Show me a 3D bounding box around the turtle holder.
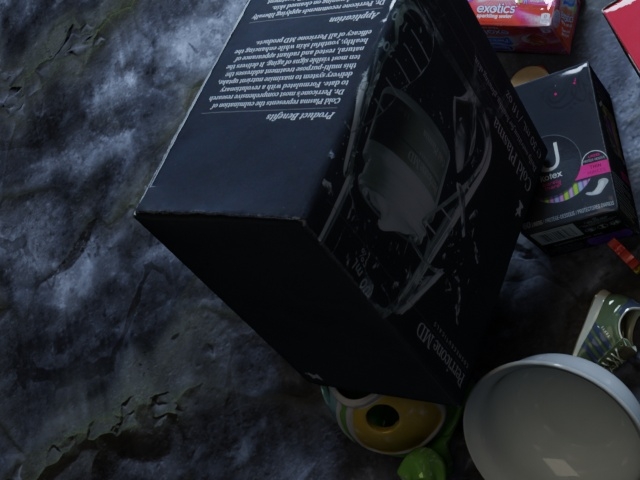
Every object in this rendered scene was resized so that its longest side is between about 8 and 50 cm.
[{"bbox_3d":[0.109,0.260,1.693,0.243,0.227,0.320,-6,70,29],"label":"turtle holder"}]

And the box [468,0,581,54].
[{"bbox_3d":[0.332,-0.424,1.851,0.257,0.123,0.128,9,79,33],"label":"box"}]

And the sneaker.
[{"bbox_3d":[0.457,0.174,1.611,0.086,0.064,0.192,14,78,39],"label":"sneaker"}]

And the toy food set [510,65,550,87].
[{"bbox_3d":[0.380,-0.278,1.835,0.083,0.020,0.082,-1,73,31],"label":"toy food set"}]

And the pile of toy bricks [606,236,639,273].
[{"bbox_3d":[0.548,0.044,1.575,0.118,0.105,0.212,-45,57,10],"label":"pile of toy bricks"}]

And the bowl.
[{"bbox_3d":[0.378,0.284,1.546,0.298,0.134,0.297,17,123,28],"label":"bowl"}]

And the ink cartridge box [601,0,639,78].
[{"bbox_3d":[0.560,-0.243,1.526,0.130,0.272,0.309,-31,59,19],"label":"ink cartridge box"}]

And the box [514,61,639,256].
[{"bbox_3d":[0.412,-0.132,1.693,0.165,0.143,0.270,-17,65,26],"label":"box"}]

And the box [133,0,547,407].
[{"bbox_3d":[0.062,-0.089,1.457,0.297,0.480,0.471,4,59,38],"label":"box"}]
